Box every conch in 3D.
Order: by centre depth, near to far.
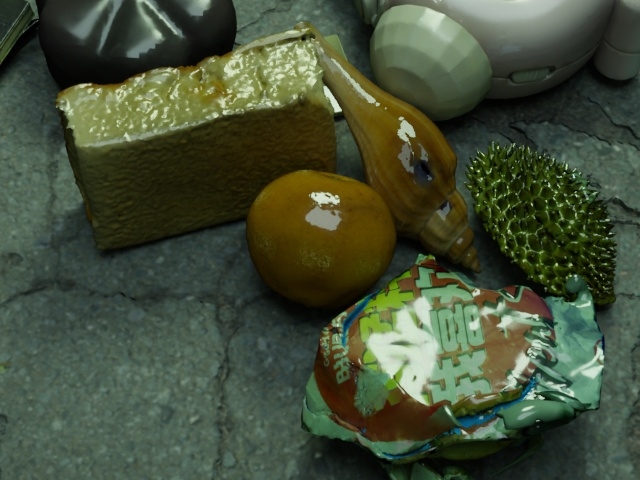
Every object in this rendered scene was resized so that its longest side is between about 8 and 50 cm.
[{"bbox_3d":[0.077,-0.103,1.390,0.109,0.093,0.330,-33,90,-7],"label":"conch"}]

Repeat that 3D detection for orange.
[{"bbox_3d":[0.000,0.000,1.331,0.158,0.159,0.136,15,96,6],"label":"orange"}]

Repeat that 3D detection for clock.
[{"bbox_3d":[0.190,-0.307,1.519,0.325,0.184,0.342,-13,55,-5],"label":"clock"}]

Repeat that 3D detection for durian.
[{"bbox_3d":[0.238,-0.037,1.378,0.137,0.095,0.221,8,41,-42],"label":"durian"}]

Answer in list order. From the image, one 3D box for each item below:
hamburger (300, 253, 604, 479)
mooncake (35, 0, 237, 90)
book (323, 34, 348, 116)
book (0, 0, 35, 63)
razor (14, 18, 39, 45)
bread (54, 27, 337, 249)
[{"bbox_3d":[0.139,0.142,1.267,0.276,0.151,0.260,11,40,22],"label":"hamburger"},{"bbox_3d":[-0.211,-0.264,1.496,0.244,0.133,0.245,0,66,-1],"label":"mooncake"},{"bbox_3d":[0.000,-0.188,1.521,0.077,0.014,0.111,-14,60,-11],"label":"book"},{"bbox_3d":[-0.450,-0.204,1.481,0.160,0.024,0.228,25,72,12],"label":"book"},{"bbox_3d":[-0.447,-0.306,1.558,0.253,0.042,0.082,36,65,19],"label":"razor"},{"bbox_3d":[-0.125,-0.104,1.369,0.274,0.185,0.114,-16,55,-12],"label":"bread"}]
